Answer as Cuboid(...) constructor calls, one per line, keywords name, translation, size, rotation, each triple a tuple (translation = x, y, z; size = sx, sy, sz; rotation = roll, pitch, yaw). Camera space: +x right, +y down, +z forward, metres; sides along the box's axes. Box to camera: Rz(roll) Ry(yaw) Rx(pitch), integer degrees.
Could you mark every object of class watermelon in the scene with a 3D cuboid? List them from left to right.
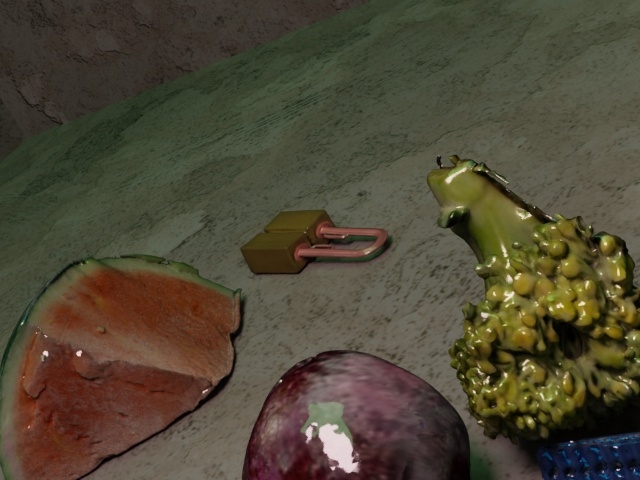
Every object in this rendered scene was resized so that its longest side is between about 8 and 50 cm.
Cuboid(name="watermelon", translation=(-0.277, 0.120, 1.379), size=(0.319, 0.222, 0.292), rotation=(-27, 27, 5))

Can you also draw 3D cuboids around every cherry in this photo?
Cuboid(name="cherry", translation=(0.035, 0.187, 0.926), size=(0.195, 0.195, 0.195), rotation=(-24, 23, 11))

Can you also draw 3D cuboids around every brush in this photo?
Cuboid(name="brush", translation=(0.000, 0.000, 1.524), size=(0.233, 0.047, 0.103), rotation=(-1, 35, 47))

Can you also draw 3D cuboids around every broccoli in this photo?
Cuboid(name="broccoli", translation=(0.162, 0.072, 0.938), size=(0.180, 0.273, 0.242), rotation=(-52, -2, -12))

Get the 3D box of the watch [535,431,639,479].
Cuboid(name="watch", translation=(0.304, 0.190, 0.763), size=(0.275, 0.068, 0.276), rotation=(-29, 22, 12))
